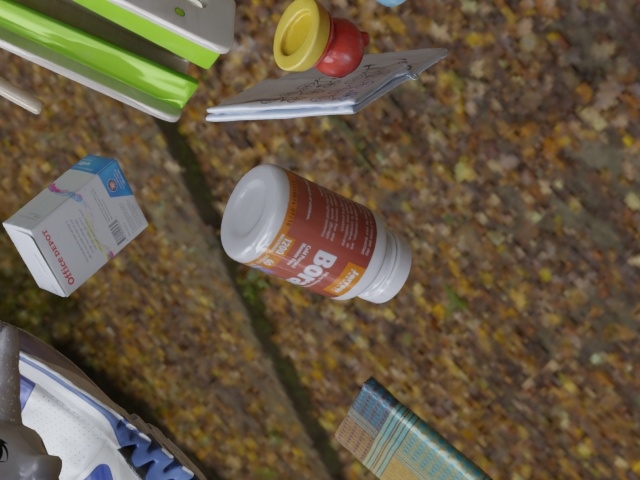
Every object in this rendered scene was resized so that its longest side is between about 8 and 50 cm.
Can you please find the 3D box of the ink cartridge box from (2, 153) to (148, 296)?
[{"bbox_3d":[-0.246,-0.016,1.180,0.052,0.122,0.089,13,137,40],"label":"ink cartridge box"}]

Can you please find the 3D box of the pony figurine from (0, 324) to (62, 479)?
[{"bbox_3d":[-0.132,0.251,0.585,0.302,0.351,0.363,12,-175,-46],"label":"pony figurine"}]

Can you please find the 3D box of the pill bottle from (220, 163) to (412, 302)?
[{"bbox_3d":[0.000,0.000,1.391,0.216,0.121,0.121,23,172,-32],"label":"pill bottle"}]

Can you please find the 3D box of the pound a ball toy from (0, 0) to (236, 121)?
[{"bbox_3d":[-0.278,-0.240,1.240,0.319,0.136,0.208,23,132,-24],"label":"pound a ball toy"}]

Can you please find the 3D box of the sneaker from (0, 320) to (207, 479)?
[{"bbox_3d":[-0.274,0.239,1.221,0.315,0.182,0.127,46,171,-33],"label":"sneaker"}]

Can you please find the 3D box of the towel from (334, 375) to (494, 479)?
[{"bbox_3d":[0.183,0.352,1.635,0.370,0.040,0.271,41,155,10],"label":"towel"}]

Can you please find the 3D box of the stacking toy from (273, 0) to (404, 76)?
[{"bbox_3d":[0.048,-0.430,1.864,0.309,0.130,0.280,-44,46,36],"label":"stacking toy"}]

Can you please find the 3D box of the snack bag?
[{"bbox_3d":[0.020,-0.278,2.026,0.323,0.342,0.037,1,114,38],"label":"snack bag"}]
